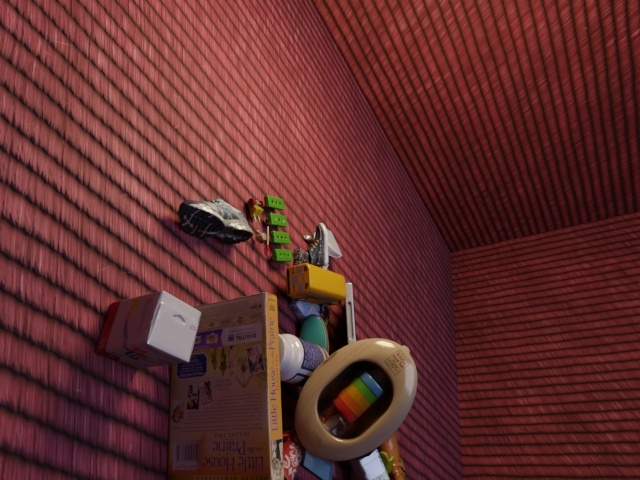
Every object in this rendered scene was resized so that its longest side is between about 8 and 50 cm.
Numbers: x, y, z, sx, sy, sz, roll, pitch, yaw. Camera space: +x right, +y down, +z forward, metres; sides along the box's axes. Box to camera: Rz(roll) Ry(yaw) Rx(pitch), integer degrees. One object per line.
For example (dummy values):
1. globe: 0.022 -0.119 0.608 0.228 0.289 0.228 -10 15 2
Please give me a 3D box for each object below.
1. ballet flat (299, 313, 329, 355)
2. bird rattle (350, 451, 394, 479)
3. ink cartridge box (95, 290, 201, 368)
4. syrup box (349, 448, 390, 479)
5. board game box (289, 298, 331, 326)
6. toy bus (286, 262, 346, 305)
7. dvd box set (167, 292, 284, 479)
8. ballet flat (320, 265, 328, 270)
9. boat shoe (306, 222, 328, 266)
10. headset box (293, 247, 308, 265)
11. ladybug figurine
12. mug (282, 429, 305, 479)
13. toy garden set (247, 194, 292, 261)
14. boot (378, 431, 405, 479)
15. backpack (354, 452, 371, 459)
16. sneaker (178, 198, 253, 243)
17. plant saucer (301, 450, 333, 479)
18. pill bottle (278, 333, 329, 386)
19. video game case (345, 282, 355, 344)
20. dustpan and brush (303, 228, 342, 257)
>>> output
1. ballet flat: -0.008 0.452 1.723 0.124 0.116 0.342 54 24 -72
2. bird rattle: 0.185 0.963 1.855 0.207 0.143 0.253 45 52 -26
3. ink cartridge box: -0.389 0.208 1.053 0.128 0.176 0.127 44 41 -44
4. syrup box: 0.206 0.923 1.754 0.093 0.096 0.237 -19 81 -27
5. board game box: -0.037 0.273 1.820 0.211 0.039 0.160 59 32 -27
6. toy bus: -0.006 0.173 1.744 0.333 0.130 0.108 24 56 -56
7. dvd box set: -0.236 0.358 1.125 0.062 0.308 0.420 28 52 -57
8. ballet flat: 0.013 0.099 1.997 0.041 0.041 0.114 8 70 -60
9. boat shoe: -0.017 0.019 1.912 0.083 0.065 0.183 -3 88 -27
10. headset box: -0.078 0.072 1.850 0.062 0.032 0.083 40 45 -47
11. ladybug figurine: 0.120 0.505 1.495 0.305 0.449 0.162 50 -9 16
12. mug: -0.107 0.660 1.404 0.169 0.113 0.150 -43 156 -64
13. toy garden set: -0.191 -0.042 1.685 0.204 0.049 0.244 8 71 -62
14. boot: 0.301 0.946 1.989 0.220 0.109 0.283 -98 175 -65
15. backpack: 0.155 0.602 1.687 0.290 0.273 0.355 35 60 -59
16. sneaker: -0.331 -0.075 1.412 0.283 0.110 0.122 28 35 -58
17. plant saucer: -0.011 0.798 1.635 0.192 0.018 0.067 52 35 -35
18. pill bottle: -0.092 0.397 1.534 0.265 0.153 0.153 37 46 -50
19. video game case: 0.130 0.362 1.936 0.329 0.036 0.300 77 10 -70
20. dustpan and brush: 0.000 0.000 2.006 0.211 0.060 0.147 29 33 -56
